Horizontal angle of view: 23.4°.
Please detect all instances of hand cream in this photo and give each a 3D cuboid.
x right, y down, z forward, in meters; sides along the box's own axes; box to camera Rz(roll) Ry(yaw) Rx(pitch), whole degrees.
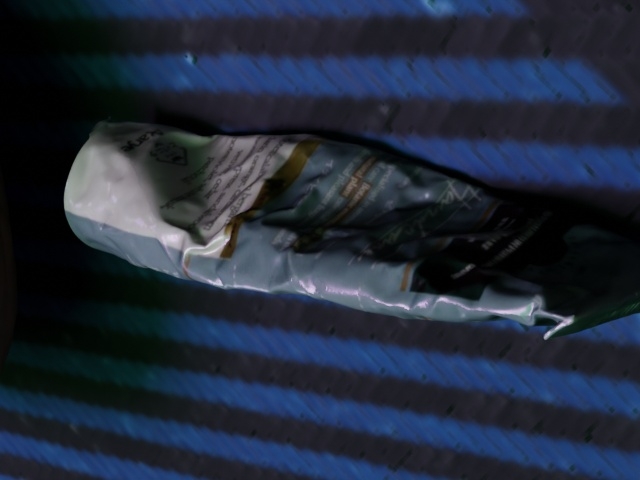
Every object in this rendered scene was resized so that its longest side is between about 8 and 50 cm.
[{"bbox_3d":[0.000,0.000,0.543,0.248,0.075,0.052,15,130,37],"label":"hand cream"}]

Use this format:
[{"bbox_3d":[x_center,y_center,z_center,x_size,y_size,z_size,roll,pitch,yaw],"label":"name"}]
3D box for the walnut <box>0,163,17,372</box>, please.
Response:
[{"bbox_3d":[-0.272,0.003,0.636,0.296,0.285,0.285,-2,117,17],"label":"walnut"}]
